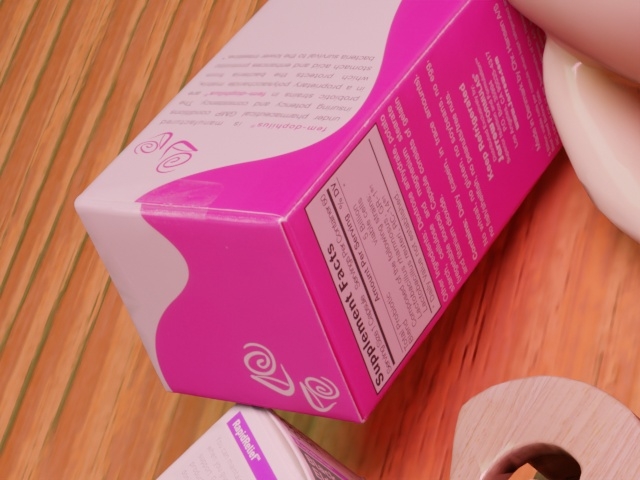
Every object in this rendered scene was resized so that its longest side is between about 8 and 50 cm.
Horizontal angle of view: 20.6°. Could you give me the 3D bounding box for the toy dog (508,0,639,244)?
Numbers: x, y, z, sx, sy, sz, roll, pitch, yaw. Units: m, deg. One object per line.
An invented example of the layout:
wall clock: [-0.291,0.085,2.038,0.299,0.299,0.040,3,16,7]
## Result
toy dog: [0.244,-0.177,0.624,0.408,0.284,0.395,14,82,50]

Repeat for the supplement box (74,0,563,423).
supplement box: [0.012,-0.037,0.779,0.111,0.114,0.220,6,41,36]

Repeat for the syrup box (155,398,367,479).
syrup box: [-0.069,0.190,0.763,0.237,0.093,0.096,-43,37,7]

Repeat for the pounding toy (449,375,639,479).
pounding toy: [0.069,0.126,0.630,0.269,0.155,0.154,-47,42,4]
